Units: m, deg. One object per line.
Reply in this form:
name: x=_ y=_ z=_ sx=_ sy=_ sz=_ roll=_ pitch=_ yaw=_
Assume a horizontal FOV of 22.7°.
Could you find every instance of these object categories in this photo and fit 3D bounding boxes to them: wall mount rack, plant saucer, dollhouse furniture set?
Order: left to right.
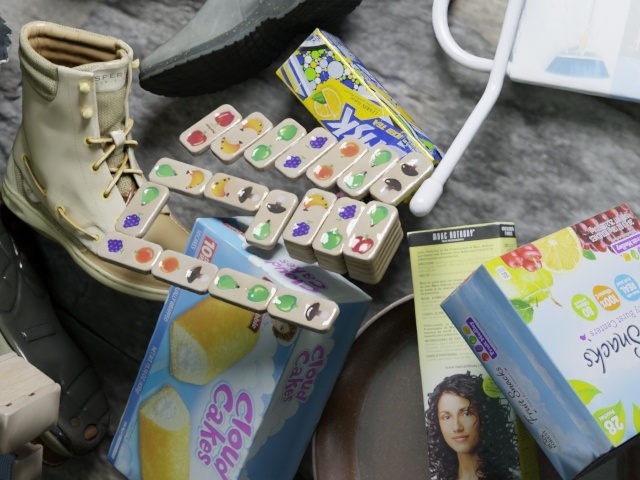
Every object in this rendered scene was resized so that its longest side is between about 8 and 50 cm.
dollhouse furniture set: x=-0.422 y=0.226 z=1.511 sx=0.286 sy=0.198 sz=0.303 roll=31 pitch=126 yaw=31
plant saucer: x=0.142 y=0.191 z=1.406 sx=0.310 sy=0.050 sz=0.311 roll=0 pitch=90 yaw=25
wall mount rack: x=0.226 y=-0.138 z=1.311 sx=0.350 sy=0.130 sz=0.304 roll=12 pitch=86 yaw=24

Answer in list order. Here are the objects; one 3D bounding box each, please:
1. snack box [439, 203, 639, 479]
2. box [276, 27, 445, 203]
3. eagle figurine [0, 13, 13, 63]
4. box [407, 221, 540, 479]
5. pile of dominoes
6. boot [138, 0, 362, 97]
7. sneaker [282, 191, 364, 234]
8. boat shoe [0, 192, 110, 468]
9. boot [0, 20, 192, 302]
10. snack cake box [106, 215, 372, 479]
snack box: x=0.222 y=0.077 z=1.282 sx=0.174 sy=0.207 sz=0.070 roll=56 pitch=135 yaw=15
box: x=0.039 y=-0.112 z=1.450 sx=0.059 sy=0.054 sz=0.169 roll=-46 pitch=72 yaw=17
eagle figurine: x=-0.486 y=-0.197 z=1.629 sx=0.298 sy=0.225 sz=0.226 roll=39 pitch=143 yaw=-6
box: x=0.131 y=0.103 z=1.354 sx=0.087 sy=0.058 sz=0.232 roll=-8 pitch=86 yaw=24
pile of dominoes: x=-0.049 y=-0.036 z=1.379 sx=0.251 sy=0.040 sz=0.196 roll=17 pitch=61 yaw=23
boot: x=-0.078 y=-0.248 z=1.504 sx=0.246 sy=0.083 sz=0.161 roll=-27 pitch=67 yaw=22
sneaker: x=0.000 y=0.000 z=1.476 sx=0.119 sy=0.047 sz=0.057 roll=-32 pitch=89 yaw=22
boat shoe: x=-0.332 y=0.083 z=1.582 sx=0.120 sy=0.122 sz=0.324 roll=-32 pitch=77 yaw=26
boot: x=-0.191 y=-0.075 z=1.496 sx=0.262 sy=0.095 sz=0.203 roll=32 pitch=129 yaw=26
snack cake box: x=-0.078 y=0.128 z=1.446 sx=0.152 sy=0.089 sz=0.264 roll=36 pitch=114 yaw=34
